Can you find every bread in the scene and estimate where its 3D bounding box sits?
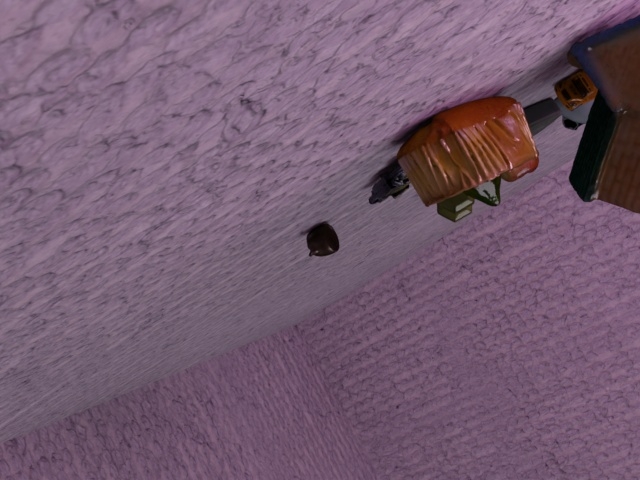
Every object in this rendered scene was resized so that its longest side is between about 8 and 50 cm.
[{"bbox_3d":[0.282,-0.179,1.505,0.288,0.156,0.204,-25,179,-38],"label":"bread"}]

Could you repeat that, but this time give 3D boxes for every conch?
[{"bbox_3d":[0.692,-0.360,1.945,0.221,0.121,0.185,-28,143,27],"label":"conch"}]

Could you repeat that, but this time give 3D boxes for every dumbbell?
[{"bbox_3d":[0.394,-0.125,2.299,0.108,0.121,0.302,-1,174,9],"label":"dumbbell"}]

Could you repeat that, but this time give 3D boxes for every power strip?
[{"bbox_3d":[0.445,-0.249,1.911,0.265,0.059,0.193,-25,170,-27],"label":"power strip"}]

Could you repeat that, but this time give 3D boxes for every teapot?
[{"bbox_3d":[0.000,0.000,1.912,0.068,0.076,0.121,-22,-155,26],"label":"teapot"}]

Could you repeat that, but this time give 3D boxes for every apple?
[{"bbox_3d":[0.564,-0.230,2.257,0.126,0.102,0.126,-27,177,-2],"label":"apple"}]

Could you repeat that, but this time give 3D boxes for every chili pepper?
[{"bbox_3d":[0.774,-0.379,2.230,0.227,0.059,0.088,-26,159,-40],"label":"chili pepper"}]

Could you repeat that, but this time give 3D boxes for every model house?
[{"bbox_3d":[0.663,-0.259,1.545,0.334,0.342,0.382,-22,129,-49],"label":"model house"}]

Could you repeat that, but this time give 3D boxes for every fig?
[{"bbox_3d":[0.419,-0.155,2.054,0.123,0.156,0.123,-26,177,-1],"label":"fig"}]

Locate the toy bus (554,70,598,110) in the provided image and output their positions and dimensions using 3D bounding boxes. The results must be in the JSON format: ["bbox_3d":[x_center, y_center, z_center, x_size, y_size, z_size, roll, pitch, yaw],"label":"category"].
[{"bbox_3d":[0.612,-0.357,1.779,0.162,0.070,0.074,-26,171,-24],"label":"toy bus"}]

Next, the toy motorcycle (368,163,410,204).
[{"bbox_3d":[0.178,-0.137,1.708,0.124,0.061,0.193,-27,170,-25],"label":"toy motorcycle"}]
